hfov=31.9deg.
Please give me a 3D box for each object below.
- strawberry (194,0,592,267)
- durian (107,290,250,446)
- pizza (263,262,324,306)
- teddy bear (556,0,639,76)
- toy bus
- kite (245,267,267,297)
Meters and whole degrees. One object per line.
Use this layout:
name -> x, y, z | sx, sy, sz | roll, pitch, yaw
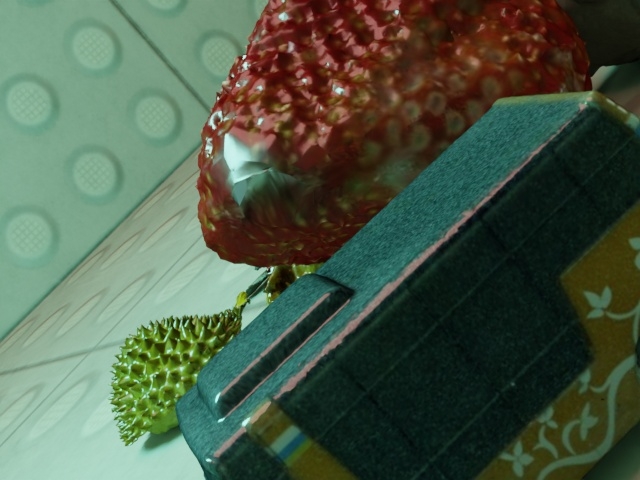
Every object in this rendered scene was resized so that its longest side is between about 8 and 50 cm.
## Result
strawberry -> 0.045, -0.097, 0.876 | 0.312, 0.267, 0.351 | -18, 8, 36
durian -> -0.139, 0.112, 1.148 | 0.208, 0.102, 0.146 | -46, 8, -33
pizza -> 0.002, 0.001, 1.112 | 0.069, 0.154, 0.194 | 30, 92, 57
teddy bear -> 0.280, -0.235, 0.942 | 0.236, 0.151, 0.267 | -12, -7, -28
toy bus -> 0.068, 0.062, 0.570 | 0.275, 0.167, 0.138 | -44, 14, -6
kite -> 0.005, -0.040, 1.269 | 0.335, 0.011, 0.314 | -50, -4, 31
